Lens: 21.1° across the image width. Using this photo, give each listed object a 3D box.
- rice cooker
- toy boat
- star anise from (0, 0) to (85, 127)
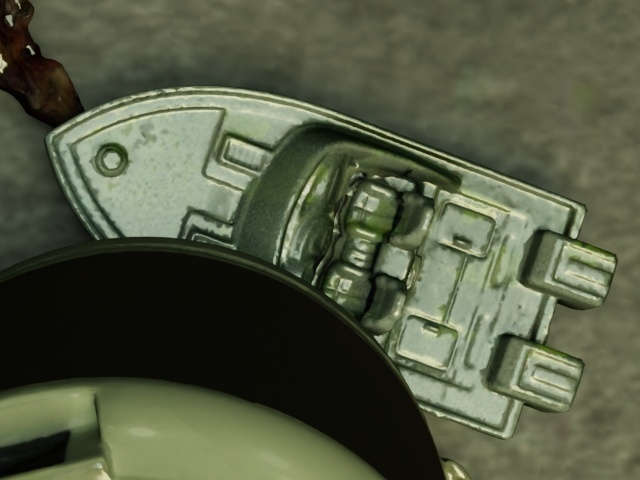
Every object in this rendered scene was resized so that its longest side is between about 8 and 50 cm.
[{"bbox_3d":[-0.092,0.172,0.803,0.335,0.325,0.335,-1,106,-2],"label":"rice cooker"},{"bbox_3d":[0.000,0.000,0.946,0.319,0.092,0.141,20,83,-9],"label":"toy boat"},{"bbox_3d":[-0.229,-0.153,0.901,0.272,0.102,0.272,1,84,-12],"label":"star anise"}]
